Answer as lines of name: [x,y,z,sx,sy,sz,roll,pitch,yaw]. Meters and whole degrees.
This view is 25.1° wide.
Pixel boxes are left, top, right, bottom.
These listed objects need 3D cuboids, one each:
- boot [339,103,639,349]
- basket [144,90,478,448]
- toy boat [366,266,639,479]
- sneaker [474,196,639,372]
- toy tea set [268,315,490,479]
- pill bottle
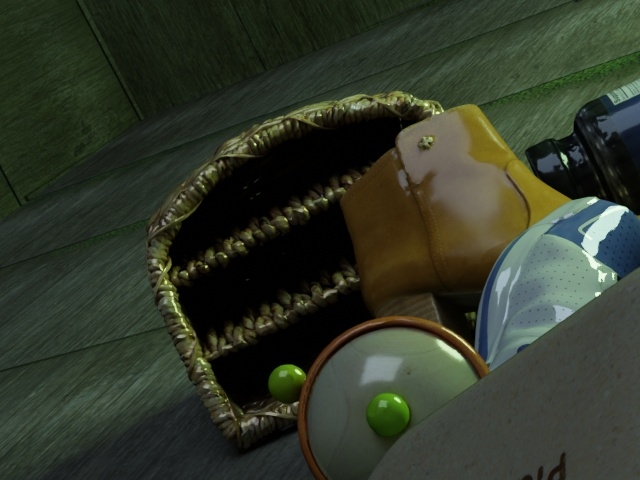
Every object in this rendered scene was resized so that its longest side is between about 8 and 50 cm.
boot: [0.155,-0.026,1.097,0.295,0.104,0.211,-27,57,18]
basket: [0.000,0.000,1.251,0.299,0.213,0.223,-26,14,1]
toy boat: [0.114,0.106,0.414,0.231,0.151,0.151,-41,27,41]
sneaker: [0.163,0.100,0.839,0.182,0.127,0.315,-8,30,41]
toy tea set: [0.142,0.101,0.663,0.336,0.200,0.124,-21,-14,7]
pill bottle: [0.291,-0.080,1.210,0.219,0.122,0.123,-25,14,7]
